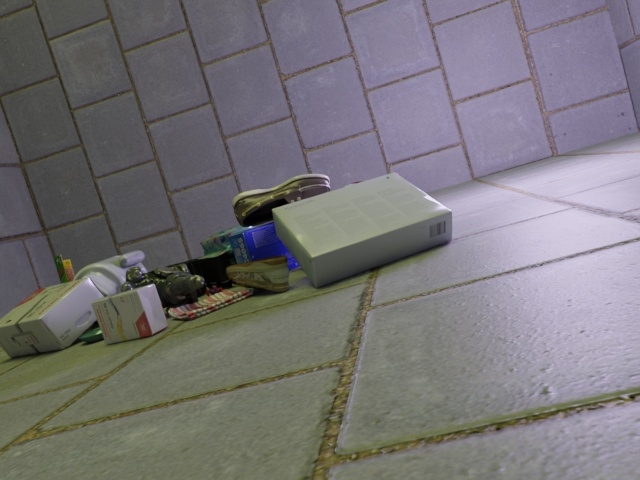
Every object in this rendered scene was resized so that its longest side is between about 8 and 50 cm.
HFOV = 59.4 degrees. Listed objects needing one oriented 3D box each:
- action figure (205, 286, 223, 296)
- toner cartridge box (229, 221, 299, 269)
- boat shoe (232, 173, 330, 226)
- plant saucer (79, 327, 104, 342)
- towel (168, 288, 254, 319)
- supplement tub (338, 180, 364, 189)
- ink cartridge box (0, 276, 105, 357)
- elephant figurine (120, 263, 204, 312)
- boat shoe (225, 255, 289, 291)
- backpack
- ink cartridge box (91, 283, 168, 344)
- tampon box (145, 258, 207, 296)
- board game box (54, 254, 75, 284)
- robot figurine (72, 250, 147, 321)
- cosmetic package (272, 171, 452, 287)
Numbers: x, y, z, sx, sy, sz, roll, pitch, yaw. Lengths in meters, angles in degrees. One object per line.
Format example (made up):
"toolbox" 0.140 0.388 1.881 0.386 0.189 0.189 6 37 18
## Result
"action figure" -0.302 0.151 1.623 0.038 0.030 0.115 -33 -5 -1
"toner cartridge box" -0.122 0.013 1.814 0.075 0.165 0.348 -13 5 44
"boat shoe" -0.114 -0.123 1.788 0.324 0.096 0.116 -15 -38 -9
"plant saucer" -0.599 0.255 1.542 0.119 0.021 0.119 -16 6 2
"towel" -0.288 0.164 1.485 0.197 0.029 0.144 -20 7 -34
"supplement tub" 0.156 -0.135 2.288 0.207 0.207 0.338 -16 5 12
"ink cartridge box" -0.801 0.227 1.665 0.283 0.117 0.207 -13 26 33
"elephant figurine" -0.412 0.139 1.564 0.239 0.169 0.186 -13 38 2
"boat shoe" -0.172 0.098 1.497 0.104 0.089 0.285 -13 1 -29
"backpack" -0.273 0.046 1.913 0.253 0.191 0.225 -14 2 -34
"ink cartridge box" -0.484 0.186 1.385 0.198 0.115 0.067 -15 5 27
"tampon box" -0.468 0.139 1.822 0.161 0.120 0.101 -13 5 38
"board game box" -0.889 0.177 1.995 0.039 0.259 0.124 -20 6 -35
"robot figurine" -0.718 0.162 1.939 0.300 0.200 0.353 -50 1 9
"cosmetic package" 0.100 -0.042 1.442 0.377 0.097 0.284 -18 35 -16
